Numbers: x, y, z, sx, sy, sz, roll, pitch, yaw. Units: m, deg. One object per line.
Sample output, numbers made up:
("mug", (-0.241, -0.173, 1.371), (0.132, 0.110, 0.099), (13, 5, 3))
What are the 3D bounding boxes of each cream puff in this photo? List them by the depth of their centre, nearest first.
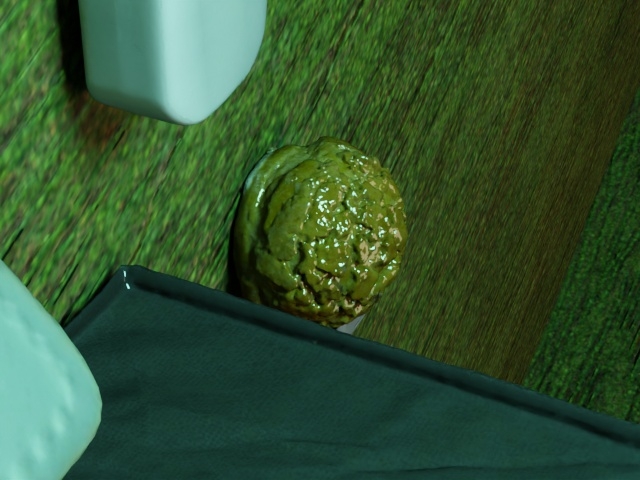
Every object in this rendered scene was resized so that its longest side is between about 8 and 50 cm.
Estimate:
("cream puff", (0.004, -0.002, 1.095), (0.126, 0.103, 0.144), (-67, 158, -19))

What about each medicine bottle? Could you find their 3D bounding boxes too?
("medicine bottle", (-0.067, -0.150, 0.752), (0.183, 0.069, 0.119), (93, 21, -44))

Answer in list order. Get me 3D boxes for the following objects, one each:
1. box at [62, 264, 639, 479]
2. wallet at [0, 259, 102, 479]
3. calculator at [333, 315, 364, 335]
("box", (-0.014, 0.195, 0.790), (0.251, 0.345, 0.204), (-48, 150, -55))
("wallet", (-0.194, 0.055, 0.274), (0.083, 0.252, 0.360), (-35, -170, 37))
("calculator", (0.027, 0.026, 1.355), (0.103, 0.024, 0.166), (-52, 153, -54))
